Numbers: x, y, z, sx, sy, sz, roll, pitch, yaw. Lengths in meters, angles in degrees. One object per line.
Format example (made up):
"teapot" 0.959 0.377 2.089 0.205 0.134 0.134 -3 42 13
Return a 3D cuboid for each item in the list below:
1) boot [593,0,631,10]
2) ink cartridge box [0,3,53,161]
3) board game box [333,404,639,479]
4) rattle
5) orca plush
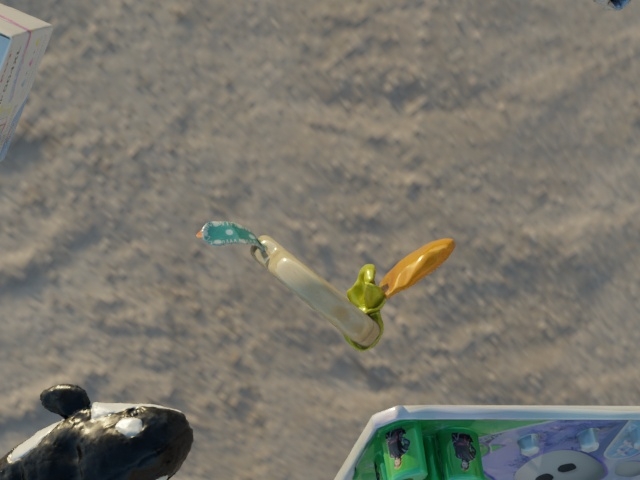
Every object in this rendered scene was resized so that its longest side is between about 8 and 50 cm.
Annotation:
"boot" 0.325 -0.341 1.926 0.258 0.095 0.123 -56 48 10
"ink cartridge box" -0.219 -0.093 1.125 0.090 0.143 0.092 22 100 -1
"board game box" 0.176 0.239 1.496 0.390 0.390 0.050 2 57 -17
"rattle" 0.000 0.000 1.871 0.199 0.130 0.143 41 107 17
"orca plush" -0.260 0.216 1.818 0.287 0.102 0.151 -2 106 20
